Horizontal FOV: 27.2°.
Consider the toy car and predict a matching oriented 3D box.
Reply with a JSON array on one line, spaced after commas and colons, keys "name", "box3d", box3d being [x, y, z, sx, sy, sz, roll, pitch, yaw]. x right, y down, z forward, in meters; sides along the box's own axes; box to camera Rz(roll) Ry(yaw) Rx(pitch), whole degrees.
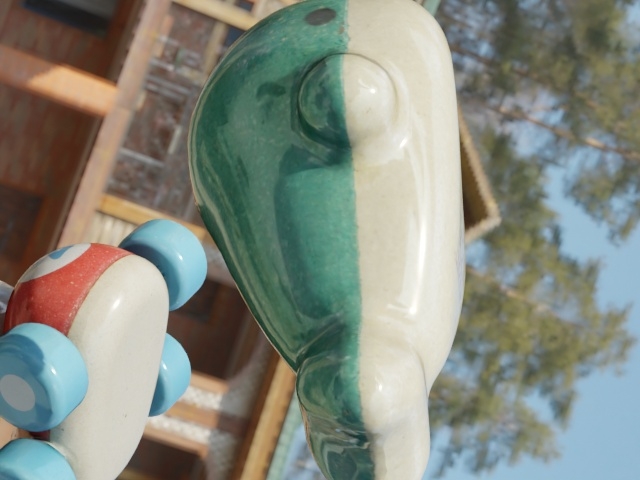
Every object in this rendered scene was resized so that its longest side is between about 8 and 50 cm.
[{"name": "toy car", "box3d": [-0.248, 0.075, 1.038, 0.219, 0.238, 0.210, -48, 154, -55]}]

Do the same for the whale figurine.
[{"name": "whale figurine", "box3d": [0.000, 0.000, 0.650, 0.216, 0.141, 0.272, 80, 10, -49]}]
